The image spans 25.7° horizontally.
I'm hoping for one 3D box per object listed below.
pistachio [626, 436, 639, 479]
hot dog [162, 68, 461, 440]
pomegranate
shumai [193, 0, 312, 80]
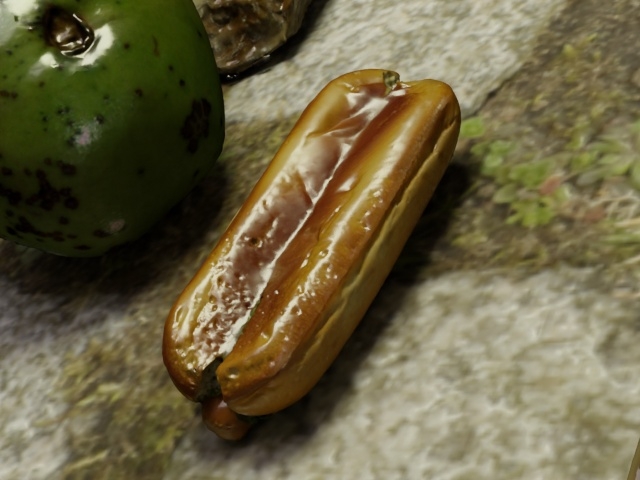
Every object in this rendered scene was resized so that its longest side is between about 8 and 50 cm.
[{"bbox_3d":[0.187,0.077,0.486,0.238,0.137,0.153,-39,70,-12],"label":"pistachio"},{"bbox_3d":[0.000,0.000,0.778,0.100,0.068,0.249,13,54,32],"label":"hot dog"},{"bbox_3d":[-0.171,-0.090,0.930,0.214,0.214,0.248,-43,3,-19],"label":"pomegranate"},{"bbox_3d":[-0.069,-0.203,1.042,0.146,0.116,0.145,-20,38,16],"label":"shumai"}]
